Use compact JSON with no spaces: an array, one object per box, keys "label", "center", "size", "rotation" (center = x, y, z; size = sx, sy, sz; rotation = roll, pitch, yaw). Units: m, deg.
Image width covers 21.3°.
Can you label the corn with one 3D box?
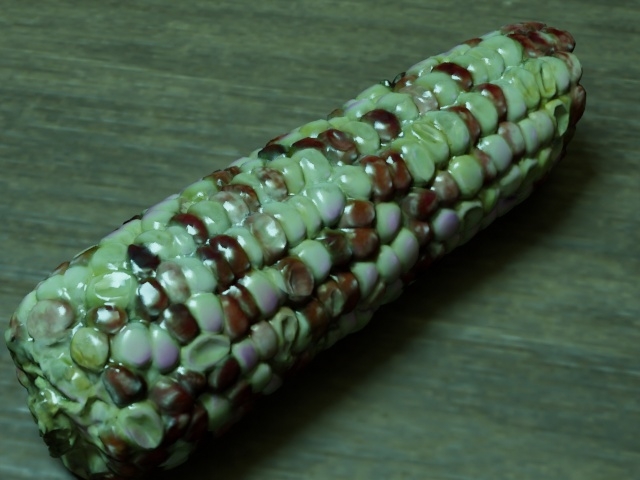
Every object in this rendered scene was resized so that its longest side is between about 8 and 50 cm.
[{"label":"corn","center":[0.000,0.000,0.685],"size":[0.280,0.092,0.092],"rotation":[-31,55,-24]}]
